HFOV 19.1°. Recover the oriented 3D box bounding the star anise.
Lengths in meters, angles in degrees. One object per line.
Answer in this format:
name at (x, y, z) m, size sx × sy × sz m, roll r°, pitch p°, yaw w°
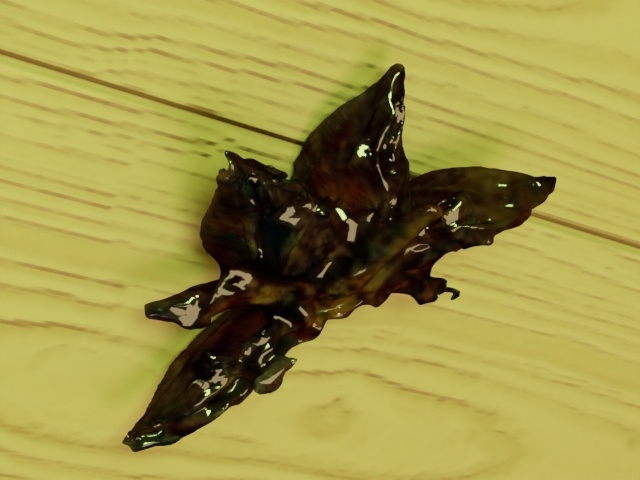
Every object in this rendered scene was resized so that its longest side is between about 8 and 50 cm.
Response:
star anise at (-0.002, -0.003, 0.791) m, size 0.212 × 0.053 × 0.157 m, roll -23°, pitch 136°, yaw -9°
